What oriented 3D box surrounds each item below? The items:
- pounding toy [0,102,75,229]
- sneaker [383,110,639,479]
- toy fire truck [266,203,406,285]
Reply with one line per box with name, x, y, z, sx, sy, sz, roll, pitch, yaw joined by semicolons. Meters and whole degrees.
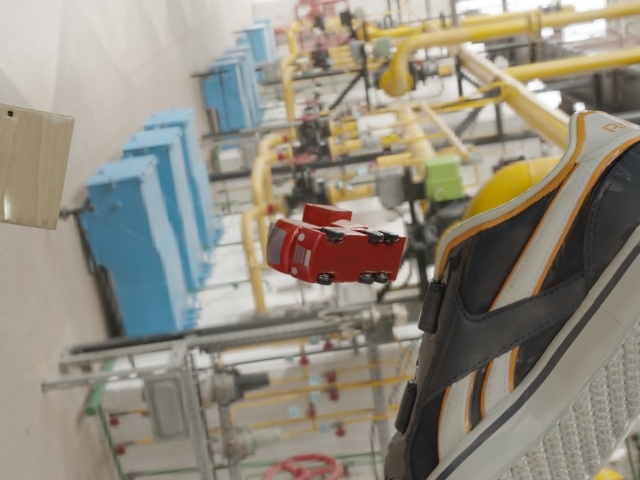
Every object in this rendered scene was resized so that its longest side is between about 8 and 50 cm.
pounding toy;-0.310;-0.070;0.967;0.141;0.100;0.130;-157;-103;-69
sneaker;0.119;0.073;0.578;0.321;0.126;0.127;-57;-132;21
toy fire truck;0.000;0.000;0.879;0.192;0.135;0.047;1;103;-54
